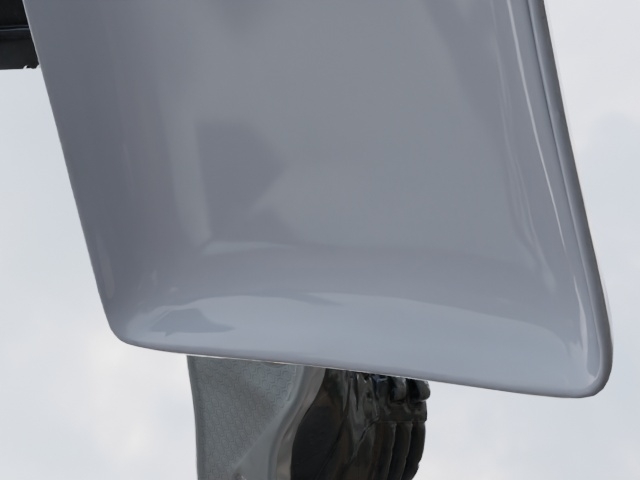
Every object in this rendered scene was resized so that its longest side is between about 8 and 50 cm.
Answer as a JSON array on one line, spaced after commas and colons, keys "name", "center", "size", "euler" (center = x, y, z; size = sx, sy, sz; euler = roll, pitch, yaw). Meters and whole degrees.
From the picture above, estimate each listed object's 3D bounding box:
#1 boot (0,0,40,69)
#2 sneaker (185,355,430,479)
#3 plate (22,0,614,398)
[{"name": "boot", "center": [-0.384, -0.353, 1.236], "size": [0.367, 0.146, 0.445], "euler": [-8, -81, -31]}, {"name": "sneaker", "center": [0.001, 0.075, 0.969], "size": [0.147, 0.105, 0.295], "euler": [-28, -45, -38]}, {"name": "plate", "center": [-0.015, -0.086, 0.581], "size": [0.045, 0.278, 0.277], "euler": [-24, -73, -41]}]
